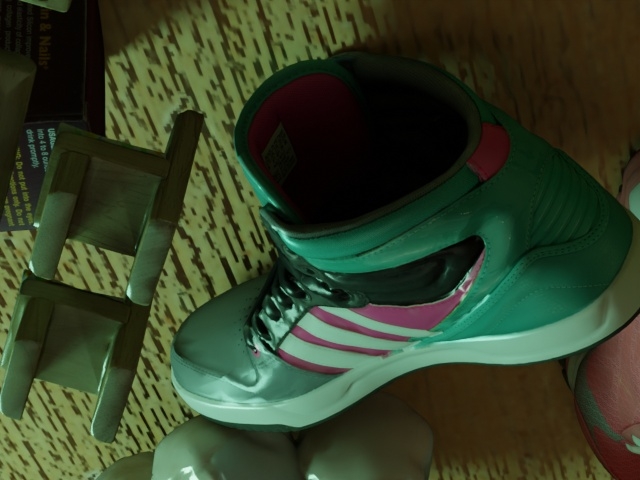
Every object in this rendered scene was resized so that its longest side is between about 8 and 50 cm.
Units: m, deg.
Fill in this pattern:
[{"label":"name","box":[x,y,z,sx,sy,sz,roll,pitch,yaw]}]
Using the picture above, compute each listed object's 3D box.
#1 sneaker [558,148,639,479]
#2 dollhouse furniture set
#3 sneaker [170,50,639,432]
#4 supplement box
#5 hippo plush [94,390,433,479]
[{"label":"sneaker","box":[0.202,0.078,1.084,0.116,0.136,0.314,-3,142,0]},{"label":"dollhouse furniture set","box":[-0.148,-0.076,0.771,0.212,0.161,0.242,15,125,-6]},{"label":"sneaker","box":[0.000,0.000,0.978,0.296,0.123,0.178,-18,131,35]},{"label":"supplement box","box":[-0.194,-0.063,0.885,0.188,0.104,0.081,-3,143,-2]},{"label":"hippo plush","box":[-0.016,0.249,1.153,0.234,0.236,0.294,-12,153,8]}]
